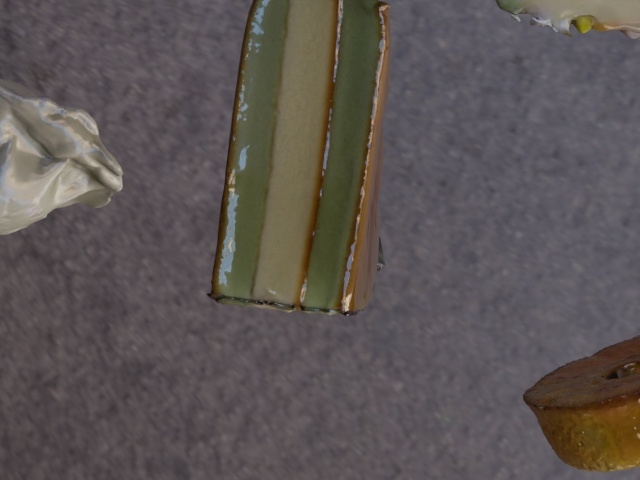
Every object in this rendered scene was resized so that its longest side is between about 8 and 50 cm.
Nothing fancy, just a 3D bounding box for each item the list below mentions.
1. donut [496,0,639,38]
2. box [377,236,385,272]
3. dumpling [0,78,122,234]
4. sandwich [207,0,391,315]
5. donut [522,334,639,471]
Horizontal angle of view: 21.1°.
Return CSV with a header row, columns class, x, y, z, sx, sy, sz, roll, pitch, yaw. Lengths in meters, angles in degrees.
class,x,y,z,sx,sy,sz,roll,pitch,yaw
donut,0.065,-0.124,0.342,0.174,0.068,0.175,2,135,2
box,0.000,0.000,1.274,0.084,0.063,0.060,16,138,-36
dumpling,-0.297,-0.087,1.595,0.258,0.193,0.147,20,63,-26
sandwich,-0.005,-0.046,0.908,0.079,0.113,0.163,6,91,7
donut,0.212,0.107,1.154,0.152,0.152,0.058,-21,99,-16
